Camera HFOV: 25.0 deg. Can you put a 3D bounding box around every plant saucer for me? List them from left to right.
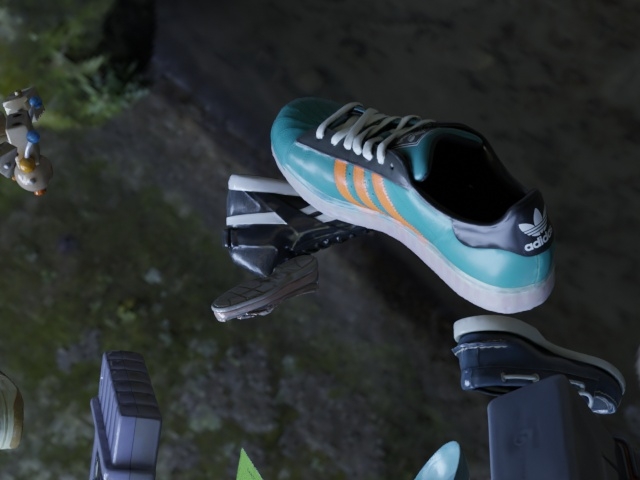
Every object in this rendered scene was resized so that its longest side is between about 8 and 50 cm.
[{"bbox_3d":[0.082,0.209,1.095,0.021,0.119,0.119,31,162,-5],"label":"plant saucer"}]

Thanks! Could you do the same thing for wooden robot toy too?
[{"bbox_3d":[-0.285,-0.078,1.357,0.173,0.076,0.079,-109,-1,-64],"label":"wooden robot toy"}]

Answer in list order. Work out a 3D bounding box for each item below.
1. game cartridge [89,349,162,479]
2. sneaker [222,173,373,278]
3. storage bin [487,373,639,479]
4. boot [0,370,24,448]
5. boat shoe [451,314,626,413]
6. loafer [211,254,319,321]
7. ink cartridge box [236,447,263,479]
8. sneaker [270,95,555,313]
[{"bbox_3d":[-0.230,0.320,1.564,0.068,0.355,0.230,7,-169,-10],"label":"game cartridge"},{"bbox_3d":[0.000,0.000,1.565,0.217,0.121,0.079,9,-176,14],"label":"sneaker"},{"bbox_3d":[0.153,0.150,0.884,0.098,0.135,0.091,-24,120,19],"label":"storage bin"},{"bbox_3d":[-0.377,0.138,1.289,0.165,0.077,0.213,-1,-168,-34],"label":"boot"},{"bbox_3d":[0.221,0.142,1.431,0.095,0.079,0.254,-11,154,35],"label":"boat shoe"},{"bbox_3d":[-0.050,0.056,1.428,0.045,0.125,0.039,16,127,51],"label":"loafer"},{"bbox_3d":[-0.093,0.343,1.287,0.189,0.097,0.255,52,139,46],"label":"ink cartridge box"},{"bbox_3d":[0.076,-0.064,1.211,0.302,0.108,0.121,33,146,30],"label":"sneaker"}]
